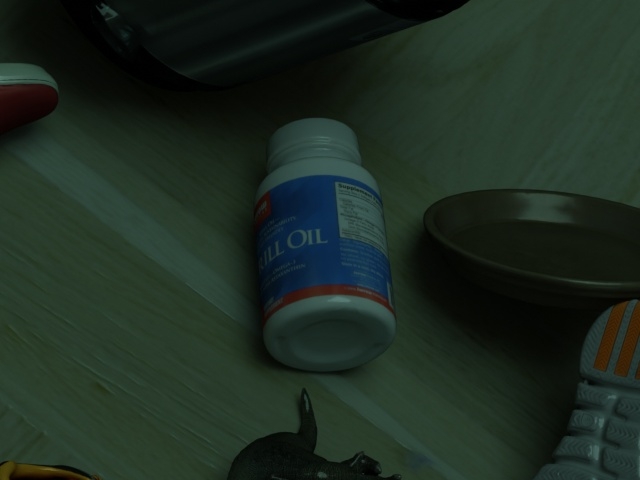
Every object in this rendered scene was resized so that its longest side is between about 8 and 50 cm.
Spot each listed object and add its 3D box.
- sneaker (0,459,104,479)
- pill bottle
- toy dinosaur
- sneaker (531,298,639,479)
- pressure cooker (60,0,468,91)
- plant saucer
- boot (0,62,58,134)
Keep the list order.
[{"bbox_3d":[-0.185,0.229,1.482,0.215,0.083,0.084,10,52,-18],"label":"sneaker"},{"bbox_3d":[0.000,0.000,1.694,0.124,0.124,0.221,7,54,-18],"label":"pill bottle"},{"bbox_3d":[-0.016,0.227,1.517,0.160,0.121,0.313,8,50,-16],"label":"toy dinosaur"},{"bbox_3d":[0.281,0.226,1.650,0.124,0.180,0.321,18,79,34],"label":"sneaker"},{"bbox_3d":[-0.078,-0.334,1.721,0.370,0.420,0.375,34,53,-40],"label":"pressure cooker"},{"bbox_3d":[0.236,0.009,1.755,0.278,0.041,0.278,6,19,-2],"label":"plant saucer"},{"bbox_3d":[-0.327,-0.057,1.625,0.244,0.088,0.176,-20,66,-23],"label":"boot"}]
